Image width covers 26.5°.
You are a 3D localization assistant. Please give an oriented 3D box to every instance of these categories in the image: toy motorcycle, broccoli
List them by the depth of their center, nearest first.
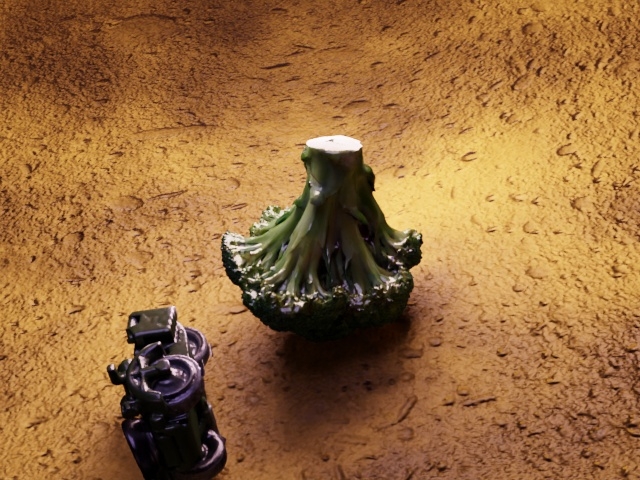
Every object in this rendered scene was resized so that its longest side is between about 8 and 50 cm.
[{"bbox_3d":[-0.186,0.171,1.580,0.127,0.205,0.275,-16,42,-3],"label":"toy motorcycle"},{"bbox_3d":[0.000,0.000,1.694,0.254,0.269,0.269,9,40,6],"label":"broccoli"}]
